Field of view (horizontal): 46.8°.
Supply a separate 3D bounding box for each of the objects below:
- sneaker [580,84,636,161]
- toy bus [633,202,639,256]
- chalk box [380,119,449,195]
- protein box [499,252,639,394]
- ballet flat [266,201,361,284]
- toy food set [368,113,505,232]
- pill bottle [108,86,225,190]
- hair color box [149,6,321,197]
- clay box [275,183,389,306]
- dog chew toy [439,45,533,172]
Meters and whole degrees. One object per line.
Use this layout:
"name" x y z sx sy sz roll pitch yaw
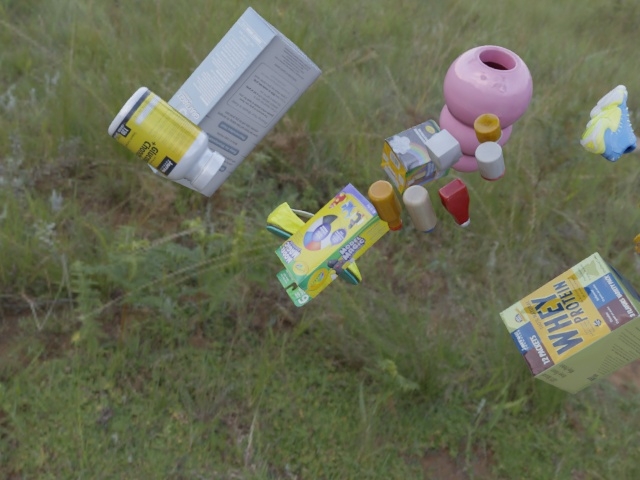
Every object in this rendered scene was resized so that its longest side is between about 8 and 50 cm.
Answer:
"sneaker" 0.750 -0.287 1.883 0.126 0.091 0.240 40 62 -5
"toy bus" 0.796 -0.088 1.546 0.333 0.108 0.130 -33 79 -7
"chalk box" 0.303 -0.251 2.165 0.213 0.132 0.132 -24 64 -15
"protein box" 0.471 0.154 1.321 0.200 0.201 0.135 27 33 -48
"ballet flat" 0.000 0.000 1.507 0.231 0.077 0.077 33 74 -4
"toy food set" 0.201 -0.088 1.161 0.232 0.104 0.111 -35 53 -2
"pill bottle" -0.258 -0.167 1.258 0.184 0.103 0.103 37 31 -14
"hair color box" -0.194 -0.280 1.558 0.113 0.374 0.185 50 14 30
"clay box" 0.009 0.008 1.343 0.053 0.222 0.127 47 2 -36
"dog chew toy" 0.383 -0.302 1.798 0.207 0.331 0.206 4 48 -5
